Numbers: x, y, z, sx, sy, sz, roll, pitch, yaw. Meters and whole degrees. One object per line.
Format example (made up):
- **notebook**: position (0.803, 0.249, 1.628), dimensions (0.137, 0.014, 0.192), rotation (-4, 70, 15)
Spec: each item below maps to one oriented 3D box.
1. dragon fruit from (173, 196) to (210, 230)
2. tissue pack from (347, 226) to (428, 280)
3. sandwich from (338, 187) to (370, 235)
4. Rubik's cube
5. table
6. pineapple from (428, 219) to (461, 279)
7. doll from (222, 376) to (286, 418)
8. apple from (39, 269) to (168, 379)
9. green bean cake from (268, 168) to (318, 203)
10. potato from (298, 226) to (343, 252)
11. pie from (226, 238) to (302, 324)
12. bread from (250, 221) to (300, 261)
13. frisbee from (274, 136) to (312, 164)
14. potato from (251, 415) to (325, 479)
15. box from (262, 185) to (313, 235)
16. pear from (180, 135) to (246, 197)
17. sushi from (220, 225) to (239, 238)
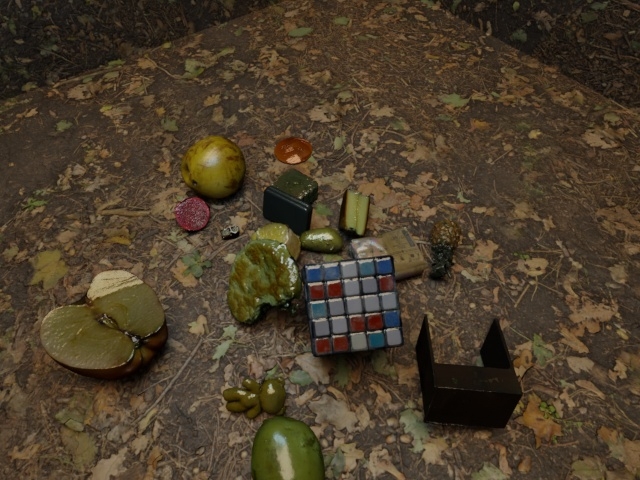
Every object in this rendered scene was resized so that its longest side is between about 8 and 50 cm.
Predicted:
- **dragon fruit**: position (-0.562, -0.119, 1.807), dimensions (0.153, 0.153, 0.111), rotation (-36, 21, -22)
- **tissue pack**: position (0.262, 0.061, 1.639), dimensions (0.257, 0.123, 0.215), rotation (-16, 58, -9)
- **sandwich**: position (0.138, -0.092, 1.741), dimensions (0.122, 0.128, 0.235), rotation (11, 49, 2)
- **Rubik's cube**: position (0.093, 0.207, 1.384), dimensions (0.293, 0.287, 0.291), rotation (-5, 85, -4)
- **table**: position (0.449, 0.407, 1.316), dimensions (0.251, 0.196, 0.282), rotation (2, 38, 3)
- **pineapple**: position (0.491, 0.041, 1.658), dimensions (0.128, 0.128, 0.248), rotation (12, 62, 9)
- **doll**: position (-0.212, 0.508, 1.359), dimensions (0.210, 0.097, 0.137), rotation (-3, 93, 7)
- **apple**: position (-0.712, 0.291, 1.404), dimensions (0.365, 0.295, 0.328), rotation (27, 96, 15)
- **green bean cake**: position (-0.119, -0.215, 1.859), dimensions (0.173, 0.094, 0.181), rotation (33, 61, 23)
- **potato**: position (0.000, 0.000, 1.714), dimensions (0.188, 0.085, 0.105), rotation (-3, 77, 3)
- **pie**: position (-0.214, 0.146, 1.482), dimensions (0.078, 0.371, 0.296), rotation (1, 68, -50)
- **bread**: position (-0.177, 0.020, 1.646), dimensions (0.197, 0.170, 0.197), rotation (-8, 53, 10)
- **frisbee**: position (-0.137, -0.456, 2.067), dimensions (0.192, 0.035, 0.192), rotation (0, 55, 0)
- **potato**: position (-0.088, 0.655, 1.175), dimensions (0.216, 0.215, 0.304), rotation (-14, 51, -8)
- **box**: position (-0.142, -0.125, 1.756), dimensions (0.230, 0.160, 0.050), rotation (27, 44, 18)
- **pear**: position (-0.469, -0.321, 1.835), dimensions (0.281, 0.280, 0.280), rotation (-1, 55, 1)
- **sushi**: position (-0.384, -0.029, 1.774), dimensions (0.083, 0.044, 0.046), rotation (-17, 78, -8)
